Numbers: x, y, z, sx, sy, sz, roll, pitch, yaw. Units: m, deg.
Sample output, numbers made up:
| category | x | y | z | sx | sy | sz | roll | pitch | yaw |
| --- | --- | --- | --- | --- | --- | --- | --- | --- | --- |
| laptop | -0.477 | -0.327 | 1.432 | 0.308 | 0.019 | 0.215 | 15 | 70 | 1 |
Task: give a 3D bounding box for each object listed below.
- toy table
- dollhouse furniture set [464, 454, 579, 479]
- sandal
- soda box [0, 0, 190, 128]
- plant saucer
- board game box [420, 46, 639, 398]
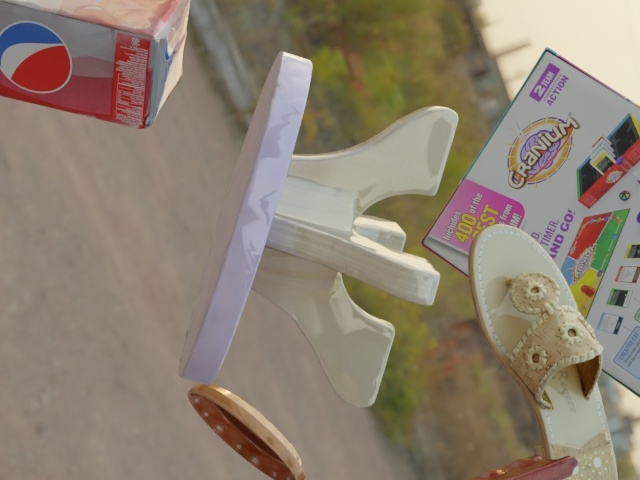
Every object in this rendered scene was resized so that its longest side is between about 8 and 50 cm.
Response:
| category | x | y | z | sx | sy | sz | roll | pitch | yaw |
| --- | --- | --- | --- | --- | --- | --- | --- | --- | --- |
| toy table | 0.000 | 0.000 | 1.411 | 0.252 | 0.160 | 0.274 | -95 | -158 | -69 |
| dollhouse furniture set | 0.141 | 0.255 | 1.071 | 0.374 | 0.152 | 0.201 | 148 | -76 | -81 |
| sandal | 0.189 | 0.097 | 1.306 | 0.079 | 0.088 | 0.240 | -10 | -82 | 61 |
| soda box | -0.235 | -0.165 | 1.292 | 0.092 | 0.263 | 0.083 | -67 | 170 | -54 |
| plant saucer | -0.041 | 0.110 | 0.994 | 0.083 | 0.013 | 0.083 | 38 | -17 | 14 |
| board game box | 0.292 | -0.009 | 1.716 | 0.316 | 0.242 | 0.064 | 37 | 9 | 23 |
